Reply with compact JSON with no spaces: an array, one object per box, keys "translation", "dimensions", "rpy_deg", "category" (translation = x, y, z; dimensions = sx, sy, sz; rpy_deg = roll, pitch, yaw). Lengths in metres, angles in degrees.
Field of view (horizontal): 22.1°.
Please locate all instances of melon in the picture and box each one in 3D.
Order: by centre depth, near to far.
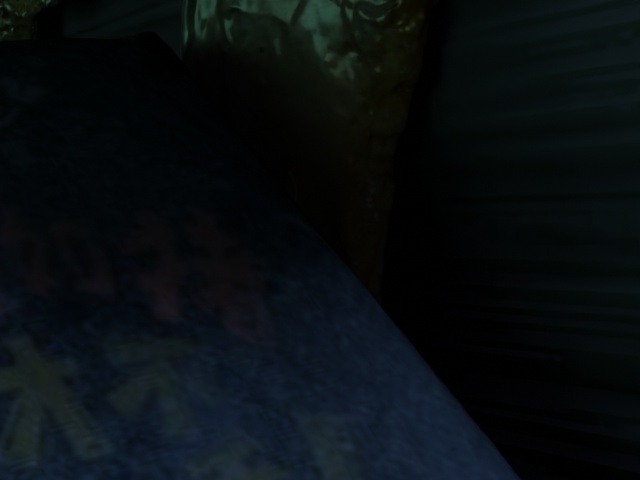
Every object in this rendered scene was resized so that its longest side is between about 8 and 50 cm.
[{"translation":[-0.005,-0.004,0.531],"dimensions":[0.098,0.054,0.182],"rpy_deg":[25,118,43],"category":"melon"}]

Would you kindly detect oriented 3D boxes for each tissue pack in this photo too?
[{"translation":[-0.061,0.077,0.386],"dimensions":[0.315,0.228,0.103],"rpy_deg":[51,134,33],"category":"tissue pack"}]

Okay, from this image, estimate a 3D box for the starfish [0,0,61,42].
[{"translation":[-0.157,-0.139,0.801],"dimensions":[0.227,0.043,0.240],"rpy_deg":[45,132,51],"category":"starfish"}]
